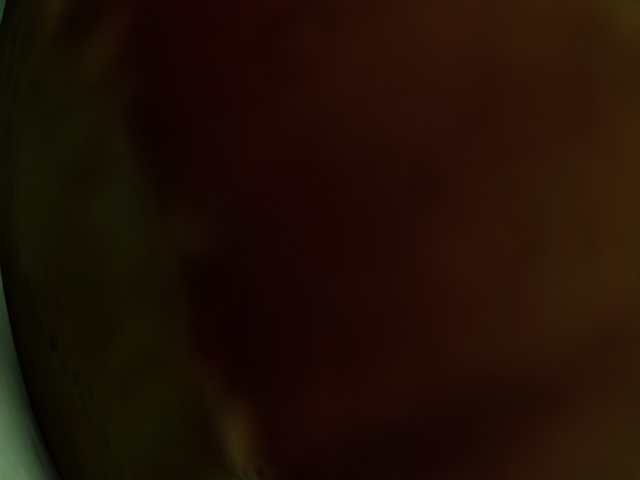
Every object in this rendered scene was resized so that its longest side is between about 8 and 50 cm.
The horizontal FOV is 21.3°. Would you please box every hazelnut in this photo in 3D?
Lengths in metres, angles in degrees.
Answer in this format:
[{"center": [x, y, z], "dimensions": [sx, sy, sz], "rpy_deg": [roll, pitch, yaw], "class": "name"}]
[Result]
[{"center": [0.086, 0.029, 0.469], "dimensions": [0.409, 0.359, 0.359], "rpy_deg": [59, -2, 19], "class": "hazelnut"}]

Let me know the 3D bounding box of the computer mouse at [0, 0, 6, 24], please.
[{"center": [-0.073, -0.085, 0.685], "dimensions": [0.288, 0.097, 0.159], "rpy_deg": [65, 0, -53], "class": "computer mouse"}]
